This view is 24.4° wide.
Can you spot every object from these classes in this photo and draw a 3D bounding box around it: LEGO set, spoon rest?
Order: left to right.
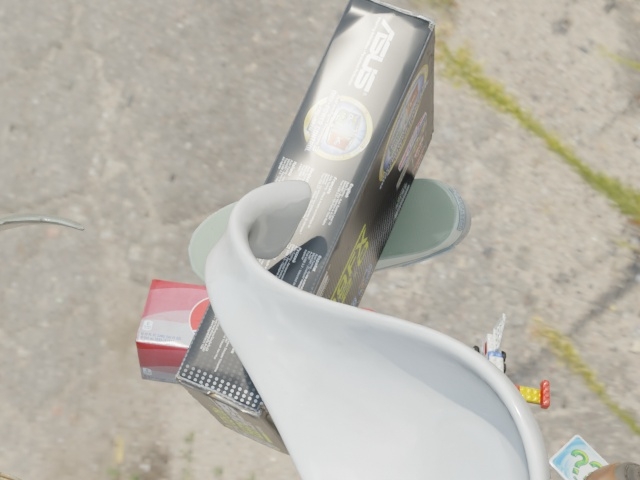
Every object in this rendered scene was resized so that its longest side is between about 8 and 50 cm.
[{"bbox_3d":[0.016,0.070,0.745,0.276,0.084,0.137,52,124,39],"label":"spoon rest"},{"bbox_3d":[0.164,0.187,1.388,0.244,0.182,0.060,46,145,15],"label":"LEGO set"}]

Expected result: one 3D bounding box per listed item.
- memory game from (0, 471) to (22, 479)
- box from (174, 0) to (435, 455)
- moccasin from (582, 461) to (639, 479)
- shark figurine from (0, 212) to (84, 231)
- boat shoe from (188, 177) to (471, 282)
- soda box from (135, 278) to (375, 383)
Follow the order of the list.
[{"bbox_3d":[-0.311,0.202,1.225,0.186,0.186,0.012,-5,50,34],"label":"memory game"},{"bbox_3d":[0.000,0.000,0.991,0.060,0.216,0.270,22,77,9],"label":"box"},{"bbox_3d":[0.259,0.349,1.084,0.147,0.139,0.380,-18,95,27],"label":"moccasin"},{"bbox_3d":[-0.153,0.023,0.608,0.278,0.116,0.166,-117,22,-65],"label":"shark figurine"},{"bbox_3d":[0.011,0.002,1.168,0.227,0.081,0.079,-10,78,19],"label":"boat shoe"},{"bbox_3d":[-0.070,0.118,1.670,0.263,0.083,0.092,7,53,5],"label":"soda box"}]
